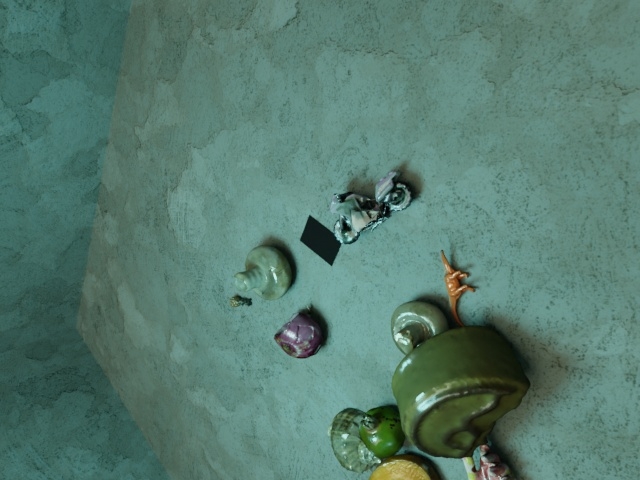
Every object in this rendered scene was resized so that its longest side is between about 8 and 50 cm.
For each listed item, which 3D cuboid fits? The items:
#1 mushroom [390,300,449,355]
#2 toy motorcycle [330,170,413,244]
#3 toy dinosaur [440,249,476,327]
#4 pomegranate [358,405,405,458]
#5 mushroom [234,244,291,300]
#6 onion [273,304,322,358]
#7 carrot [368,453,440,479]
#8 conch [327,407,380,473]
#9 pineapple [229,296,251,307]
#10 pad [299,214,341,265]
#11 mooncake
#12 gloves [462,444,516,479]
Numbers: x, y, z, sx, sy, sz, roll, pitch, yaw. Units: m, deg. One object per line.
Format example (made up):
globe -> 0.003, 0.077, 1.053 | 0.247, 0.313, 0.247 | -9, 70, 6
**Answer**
mushroom -> 0.313, 0.303, 1.386 | 0.204, 0.204, 0.204 | 10, 107, 37
toy motorcycle -> 0.154, -0.128, 1.453 | 0.327, 0.143, 0.188 | -35, 78, 31
toy dinosaur -> 0.439, 0.158, 1.347 | 0.101, 0.055, 0.280 | -20, 89, 49
pomegranate -> 0.216, 0.694, 1.549 | 0.180, 0.210, 0.180 | -22, 44, 23
mushroom -> -0.250, 0.148, 1.787 | 0.243, 0.243, 0.244 | 10, 107, 37
onion -> -0.084, 0.404, 1.751 | 0.207, 0.200, 0.201 | -40, 75, 24
carrot -> 0.313, 0.929, 1.575 | 0.258, 0.100, 0.307 | 33, 111, 13
conch -> 0.115, 0.807, 1.687 | 0.291, 0.159, 0.210 | 0, 101, 40
pineapple -> -0.381, 0.297, 2.048 | 0.124, 0.058, 0.058 | -5, 97, 26
pad -> 0.000, 0.000, 1.694 | 0.190, 0.004, 0.127 | 38, 121, 26
mooncake -> 0.426, 0.478, 1.294 | 0.393, 0.246, 0.394 | -22, 126, 7
gloves -> 0.548, 0.745, 1.353 | 0.145, 0.126, 0.241 | 16, 115, 61
